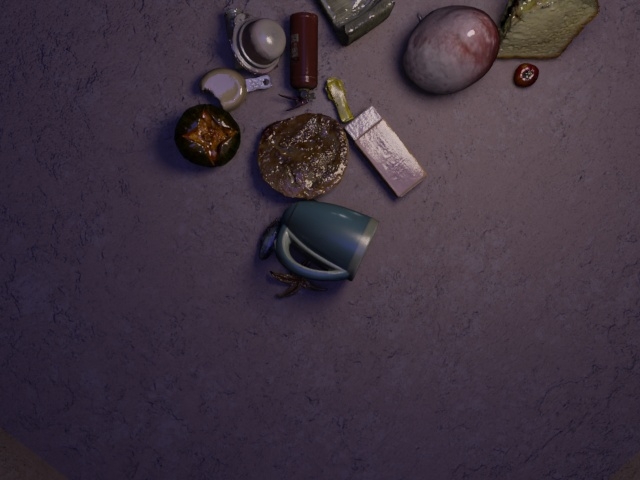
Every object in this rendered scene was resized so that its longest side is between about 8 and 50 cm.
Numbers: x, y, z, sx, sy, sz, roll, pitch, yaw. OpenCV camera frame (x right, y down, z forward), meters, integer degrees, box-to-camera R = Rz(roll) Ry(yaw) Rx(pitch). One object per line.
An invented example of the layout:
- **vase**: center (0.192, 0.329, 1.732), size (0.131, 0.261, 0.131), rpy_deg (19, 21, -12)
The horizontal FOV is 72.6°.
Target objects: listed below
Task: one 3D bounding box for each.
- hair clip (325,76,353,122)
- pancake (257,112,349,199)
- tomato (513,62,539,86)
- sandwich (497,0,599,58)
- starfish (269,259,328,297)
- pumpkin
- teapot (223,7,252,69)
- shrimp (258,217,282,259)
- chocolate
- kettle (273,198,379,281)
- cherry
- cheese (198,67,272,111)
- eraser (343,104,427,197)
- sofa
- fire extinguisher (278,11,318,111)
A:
- **hair clip**: center (0.074, -0.532, 1.647), size (0.072, 0.046, 0.173), rpy_deg (-27, 99, 0)
- **pancake**: center (-0.066, -0.318, 1.641), size (0.357, 0.065, 0.355), rpy_deg (0, 81, -1)
- **tomato**: center (0.766, -0.617, 1.628), size (0.088, 0.075, 0.087), rpy_deg (3, 110, 9)
- **sandwich**: center (0.760, -0.761, 1.481), size (0.263, 0.325, 0.130), rpy_deg (1, 79, 2)
- **starfish**: center (-0.086, 0.157, 1.740), size (0.238, 0.057, 0.212), rpy_deg (27, 105, 0)
- **pumpkin**: center (-0.415, -0.386, 1.608), size (0.238, 0.159, 0.237), rpy_deg (-4, 99, -25)
- **teapot**: center (-0.282, -0.742, 1.603), size (0.107, 0.077, 0.200), rpy_deg (-15, 98, -18)
- **shrimp**: center (-0.173, -0.022, 1.706), size (0.090, 0.079, 0.232), rpy_deg (31, 92, -8)
- **chocolate**: center (-0.199, -0.710, 1.533), size (0.222, 0.147, 0.220), rpy_deg (3, 85, -35)
- **kettle**: center (0.000, 0.000, 1.607), size (0.343, 0.247, 0.319), rpy_deg (24, 59, 4)
- **cherry**: center (0.444, -0.657, 1.507), size (0.327, 0.335, 0.291), rpy_deg (-9, 116, 24)
- **cheese**: center (-0.319, -0.588, 1.624), size (0.249, 0.071, 0.163), rpy_deg (-30, 98, 4)
- **eraser**: center (0.245, -0.335, 1.661), size (0.144, 0.078, 0.343), rpy_deg (-39, 95, 4)
- **sofa**: center (0.113, -0.841, 1.539), size (0.210, 0.176, 0.225), rpy_deg (-31, 97, 4)
- **fire extinguisher**: center (-0.082, -0.646, 1.603), size (0.148, 0.106, 0.336), rpy_deg (2, 97, 5)
